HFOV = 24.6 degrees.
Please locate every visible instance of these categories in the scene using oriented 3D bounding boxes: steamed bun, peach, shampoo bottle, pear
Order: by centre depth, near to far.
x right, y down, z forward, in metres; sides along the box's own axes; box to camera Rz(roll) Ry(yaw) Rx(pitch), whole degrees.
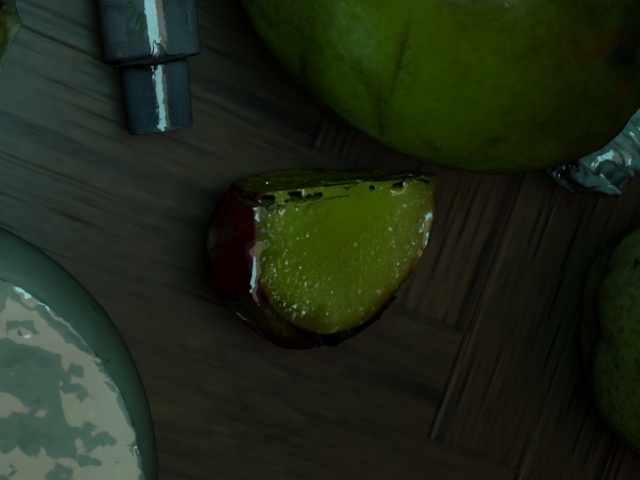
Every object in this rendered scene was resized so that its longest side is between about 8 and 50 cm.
[{"bbox_3d":[-0.256,0.135,0.859,0.324,0.206,0.324,-2,94,-24],"label":"steamed bun"},{"bbox_3d":[0.079,-0.185,0.945,0.321,0.269,0.269,34,81,-16],"label":"pear"},{"bbox_3d":[-0.118,-0.178,0.968,0.072,0.072,0.214,-8,96,-20],"label":"shampoo bottle"},{"bbox_3d":[-0.004,-0.001,1.011,0.172,0.092,0.127,-36,110,-27],"label":"peach"},{"bbox_3d":[0.289,0.076,1.071,0.211,0.188,0.229,22,127,8],"label":"pear"}]

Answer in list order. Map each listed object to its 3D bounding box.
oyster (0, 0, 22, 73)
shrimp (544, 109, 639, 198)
[{"bbox_3d":[-0.262,-0.244,0.841,0.237,0.115,0.351,18,107,1],"label":"oyster"},{"bbox_3d":[0.316,-0.195,1.090,0.221,0.166,0.410,43,98,17],"label":"shrimp"}]
